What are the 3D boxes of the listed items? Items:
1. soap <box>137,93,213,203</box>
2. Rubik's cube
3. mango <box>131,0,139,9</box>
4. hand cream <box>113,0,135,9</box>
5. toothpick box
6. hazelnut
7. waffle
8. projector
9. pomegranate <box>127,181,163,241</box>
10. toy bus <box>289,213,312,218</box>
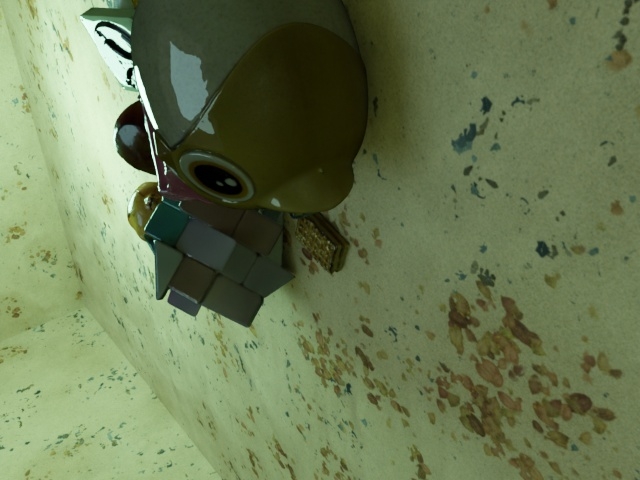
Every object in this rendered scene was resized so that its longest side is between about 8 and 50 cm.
[{"bbox_3d":[-0.283,-0.252,1.469,0.128,0.233,0.359,112,145,-47],"label":"soap"},{"bbox_3d":[-0.287,0.026,1.670,0.368,0.358,0.387,35,169,-37],"label":"Rubik's cube"},{"bbox_3d":[-0.452,-0.640,1.697,0.102,0.084,0.184,-10,123,29],"label":"mango"},{"bbox_3d":[-0.578,-0.711,1.853,0.133,0.083,0.247,-129,36,-55],"label":"hand cream"},{"bbox_3d":[-0.119,-0.262,1.138,0.409,0.409,0.425,6,119,55],"label":"toothpick box"},{"bbox_3d":[-0.506,-0.311,1.901,0.217,0.217,0.251,34,160,41],"label":"hazelnut"},{"bbox_3d":[0.000,0.000,1.483,0.148,0.042,0.102,47,145,29],"label":"waffle"},{"bbox_3d":[-0.545,-0.533,1.801,0.259,0.079,0.257,16,146,35],"label":"projector"},{"bbox_3d":[-0.531,-0.091,2.074,0.209,0.209,0.209,35,137,41],"label":"pomegranate"},{"bbox_3d":[-0.071,-0.143,1.452,0.182,0.091,0.103,48,142,32],"label":"toy bus"}]
